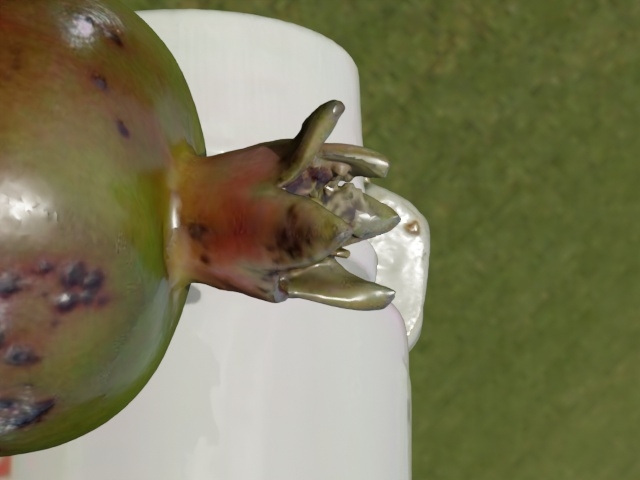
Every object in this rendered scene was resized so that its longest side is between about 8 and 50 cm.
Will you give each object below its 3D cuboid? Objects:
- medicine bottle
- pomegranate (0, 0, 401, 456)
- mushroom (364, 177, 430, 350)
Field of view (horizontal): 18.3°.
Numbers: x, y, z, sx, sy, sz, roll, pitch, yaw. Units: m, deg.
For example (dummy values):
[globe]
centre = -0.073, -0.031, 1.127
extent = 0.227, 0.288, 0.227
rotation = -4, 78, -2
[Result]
[medicine bottle]
centre = -0.053, 0.080, 0.675
extent = 0.170, 0.293, 0.170
rotation = -1, 165, 0
[pomegranate]
centre = -0.068, 0.000, 0.505
extent = 0.129, 0.159, 0.129
rotation = -36, 137, -43
[mushroom]
centre = 0.000, 0.004, 0.945
extent = 0.081, 0.092, 0.223
rotation = -8, -166, -5
